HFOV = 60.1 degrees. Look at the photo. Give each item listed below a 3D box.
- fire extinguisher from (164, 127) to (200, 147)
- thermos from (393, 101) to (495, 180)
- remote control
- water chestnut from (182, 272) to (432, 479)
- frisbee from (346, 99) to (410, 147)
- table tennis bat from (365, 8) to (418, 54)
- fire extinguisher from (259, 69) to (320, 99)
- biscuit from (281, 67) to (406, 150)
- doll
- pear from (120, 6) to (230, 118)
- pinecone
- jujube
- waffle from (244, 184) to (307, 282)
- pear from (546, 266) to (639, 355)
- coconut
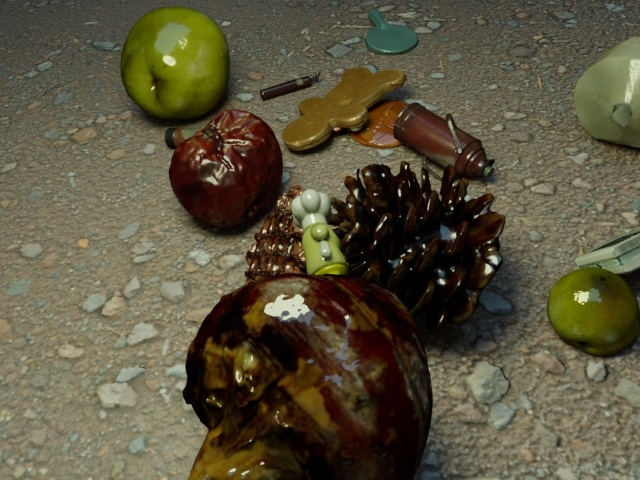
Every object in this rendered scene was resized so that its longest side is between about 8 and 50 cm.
[{"bbox_3d":[-0.284,-0.240,1.328,0.177,0.050,0.062,6,28,14],"label":"fire extinguisher"},{"bbox_3d":[0.267,-0.198,1.182,0.232,0.099,0.124,42,101,29],"label":"thermos"},{"bbox_3d":[0.579,-0.010,0.944,0.277,0.103,0.056,-22,83,-14],"label":"remote control"},{"bbox_3d":[-0.039,0.198,0.667,0.346,0.335,0.335,-23,45,-38],"label":"water chestnut"},{"bbox_3d":[0.156,-0.291,1.332,0.191,0.035,0.192,-4,46,4],"label":"frisbee"},{"bbox_3d":[0.197,-0.624,1.654,0.152,0.040,0.244,-14,49,-8],"label":"table tennis bat"},{"bbox_3d":[-0.081,-0.418,1.494,0.173,0.035,0.049,-20,8,-12],"label":"fire extinguisher"},{"bbox_3d":[0.043,-0.315,1.342,0.215,0.047,0.340,18,55,41],"label":"biscuit"},{"bbox_3d":[0.000,0.000,0.799,0.062,0.106,0.163,-13,64,-8],"label":"doll"},{"bbox_3d":[-0.357,-0.443,1.388,0.294,0.294,0.294,-4,45,4],"label":"pear"},{"bbox_3d":[0.135,-0.005,0.906,0.295,0.242,0.298,7,39,7],"label":"pinecone"},{"bbox_3d":[-0.191,-0.142,1.124,0.212,0.213,0.232,17,45,23],"label":"jujube"},{"bbox_3d":[-0.070,0.029,0.943,0.055,0.221,0.234,23,30,-24],"label":"waffle"},{"bbox_3d":[0.431,0.101,0.865,0.140,0.104,0.141,-5,49,6],"label":"pear"},{"bbox_3d":[0.657,-0.303,1.157,0.241,0.241,0.241,-4,45,4],"label":"coconut"}]
